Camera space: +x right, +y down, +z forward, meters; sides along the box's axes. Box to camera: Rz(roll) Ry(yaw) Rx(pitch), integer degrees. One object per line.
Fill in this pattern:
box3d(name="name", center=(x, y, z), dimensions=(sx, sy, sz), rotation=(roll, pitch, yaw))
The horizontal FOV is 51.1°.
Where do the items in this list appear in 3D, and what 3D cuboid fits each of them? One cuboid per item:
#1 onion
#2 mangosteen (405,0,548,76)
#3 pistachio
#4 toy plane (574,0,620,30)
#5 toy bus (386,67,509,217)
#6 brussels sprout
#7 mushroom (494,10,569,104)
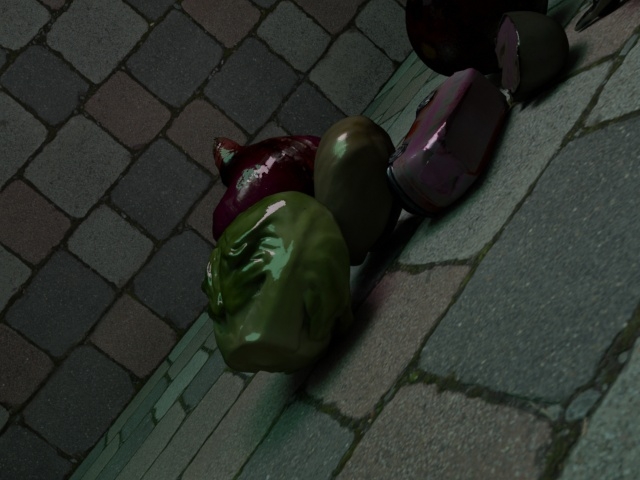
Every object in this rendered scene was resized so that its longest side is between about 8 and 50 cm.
box3d(name="onion", center=(-0.146, -0.142, 1.740), dimensions=(0.398, 0.420, 0.398), rotation=(-41, -10, -9))
box3d(name="mangosteen", center=(0.315, -0.525, 1.449), dimensions=(0.306, 0.359, 0.306), rotation=(-28, -15, -8))
box3d(name="pistachio", center=(0.059, -0.091, 1.250), dimensions=(0.166, 0.197, 0.287), rotation=(-27, -47, -45))
box3d(name="toy plane", center=(0.491, -0.438, 1.106), dimensions=(0.192, 0.088, 0.262), rotation=(-24, -3, -21))
box3d(name="toy bus", center=(0.226, -0.179, 1.182), dimensions=(0.147, 0.127, 0.302), rotation=(-35, 17, 44))
box3d(name="brussels sprout", center=(-0.079, 0.072, 1.162), dimensions=(0.328, 0.247, 0.327), rotation=(-173, 90, -79))
box3d(name="mushroom", center=(0.369, -0.328, 1.164), dimensions=(0.117, 0.141, 0.188), rotation=(-12, 33, 14))
